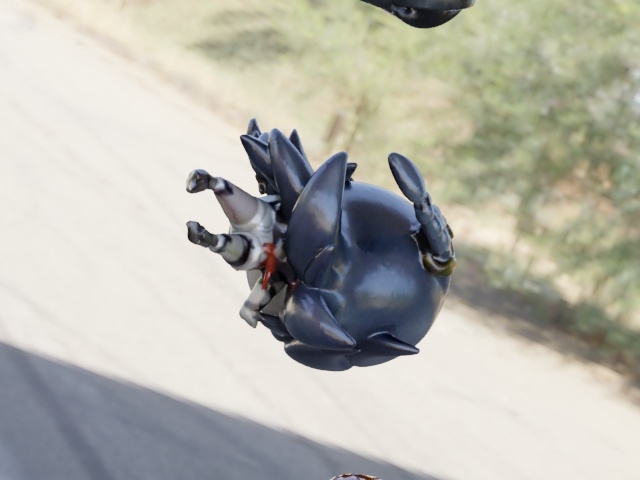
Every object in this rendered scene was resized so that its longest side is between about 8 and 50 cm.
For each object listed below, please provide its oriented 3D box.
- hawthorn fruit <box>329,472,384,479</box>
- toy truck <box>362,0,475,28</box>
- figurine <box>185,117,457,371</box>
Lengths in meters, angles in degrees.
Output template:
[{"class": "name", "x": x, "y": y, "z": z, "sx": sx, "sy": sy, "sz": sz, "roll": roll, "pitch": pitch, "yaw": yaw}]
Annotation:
[{"class": "hawthorn fruit", "x": 0.027, "y": 0.174, "z": 0.941, "sx": 0.093, "sy": 0.093, "sz": 0.093, "roll": 23, "pitch": 7, "yaw": -3}, {"class": "toy truck", "x": 0.055, "y": -0.250, "z": 1.012, "sx": 0.147, "sy": 0.224, "sz": 0.165, "roll": -7, "pitch": 37, "yaw": -35}, {"class": "figurine", "x": 0.004, "y": 0.012, "z": 1.369, "sx": 0.197, "sy": 0.175, "sz": 0.265, "roll": 19, "pitch": -4, "yaw": 10}]
